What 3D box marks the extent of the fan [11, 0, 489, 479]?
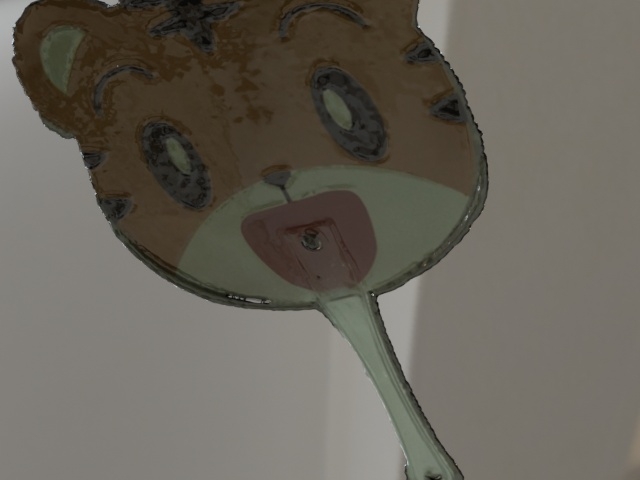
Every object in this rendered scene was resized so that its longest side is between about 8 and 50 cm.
[{"bbox_3d":[0.000,0.000,0.538,0.153,0.008,0.226,-14,-62,29],"label":"fan"}]
